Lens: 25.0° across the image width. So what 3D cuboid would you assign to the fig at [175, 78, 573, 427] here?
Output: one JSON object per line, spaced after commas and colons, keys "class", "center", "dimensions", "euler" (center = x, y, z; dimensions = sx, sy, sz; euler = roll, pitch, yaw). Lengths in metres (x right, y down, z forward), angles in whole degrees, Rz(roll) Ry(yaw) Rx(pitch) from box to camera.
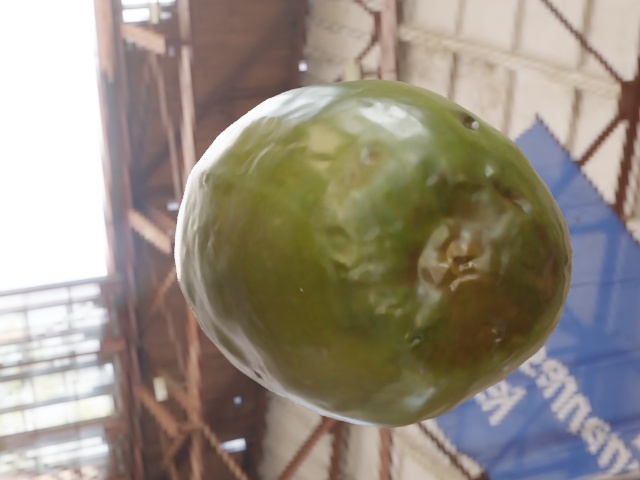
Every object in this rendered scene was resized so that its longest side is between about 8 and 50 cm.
{"class": "fig", "center": [0.007, -0.010, 0.696], "dimensions": [0.233, 0.167, 0.167], "euler": [38, -48, 41]}
